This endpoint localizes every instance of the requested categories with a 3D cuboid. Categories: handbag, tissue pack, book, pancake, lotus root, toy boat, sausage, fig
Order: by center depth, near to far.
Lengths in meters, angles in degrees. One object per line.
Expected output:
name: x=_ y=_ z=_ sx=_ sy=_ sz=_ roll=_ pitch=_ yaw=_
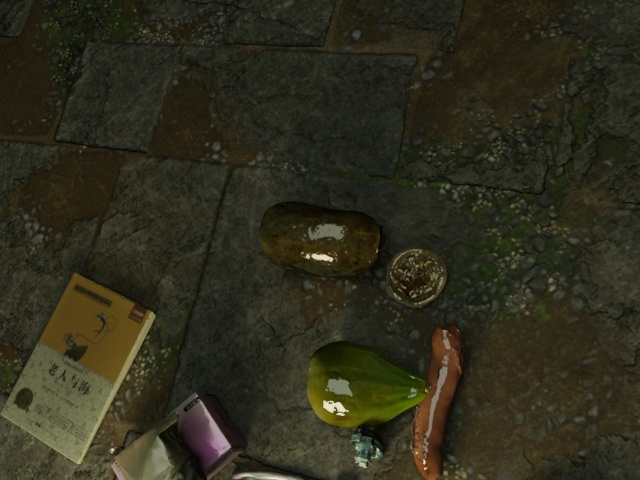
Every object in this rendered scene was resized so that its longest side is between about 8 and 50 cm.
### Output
toy boat: x=0.087 y=0.404 z=1.239 sx=0.059 sy=0.140 sz=0.066 roll=3 pitch=58 yaw=19
handbag: x=-0.284 y=0.475 z=1.252 sx=0.182 sy=0.117 sz=0.270 roll=-40 pitch=75 yaw=15
sausage: x=0.230 y=0.311 z=1.261 sx=0.078 sy=0.078 sz=0.304 roll=10 pitch=79 yaw=20
fig: x=0.085 y=0.293 z=1.279 sx=0.234 sy=0.167 sz=0.167 roll=13 pitch=76 yaw=-5
tissue pack: x=-0.299 y=0.461 z=1.369 sx=0.246 sy=0.092 sz=0.148 roll=-41 pitch=68 yaw=1
pancake: x=0.203 y=0.076 z=1.373 sx=0.140 sy=0.022 sz=0.139 roll=-6 pitch=70 yaw=16
lotus root: x=0.000 y=0.000 z=1.390 sx=0.275 sy=0.160 sz=0.152 roll=2 pitch=63 yaw=18
book: x=-0.585 y=0.298 z=1.547 sx=0.269 sy=0.032 sz=0.388 roll=21 pitch=81 yaw=22

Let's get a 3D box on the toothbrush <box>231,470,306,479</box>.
toothbrush: x=-0.058 y=0.495 z=1.321 sx=0.269 sy=0.021 sz=0.027 roll=0 pitch=60 yaw=17
